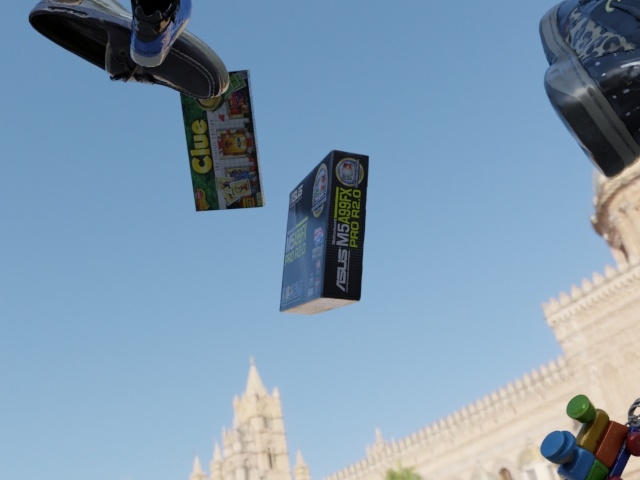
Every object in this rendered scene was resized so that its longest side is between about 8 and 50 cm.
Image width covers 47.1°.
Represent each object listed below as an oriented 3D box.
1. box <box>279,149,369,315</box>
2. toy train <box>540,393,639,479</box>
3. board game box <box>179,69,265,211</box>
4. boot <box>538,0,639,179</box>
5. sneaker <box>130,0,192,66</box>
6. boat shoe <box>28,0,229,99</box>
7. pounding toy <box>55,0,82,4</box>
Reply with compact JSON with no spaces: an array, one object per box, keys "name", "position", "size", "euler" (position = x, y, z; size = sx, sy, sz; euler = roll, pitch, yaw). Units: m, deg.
[{"name":"box","position":[0.000,0.000,1.154],"size":[0.060,0.216,0.270],"euler":[7,-11,-15]},{"name":"toy train","position":[0.484,0.314,1.267],"size":[0.143,0.248,0.105],"euler":[42,-21,-15]},{"name":"board game box","position":[-0.186,-0.186,1.389],"size":[0.136,0.259,0.030],"euler":[-4,14,10]},{"name":"boot","position":[0.223,-0.138,0.424],"size":[0.178,0.236,0.085],"euler":[-35,-77,31]},{"name":"sneaker","position":[-0.187,-0.286,0.875],"size":[0.058,0.152,0.084],"euler":[18,-37,-4]},{"name":"boat shoe","position":[-0.263,-0.258,1.001],"size":[0.285,0.092,0.103],"euler":[29,-36,4]},{"name":"pounding toy","position":[-0.273,-0.370,0.789],"size":[0.154,0.269,0.155],"euler":[40,-53,-11]}]
